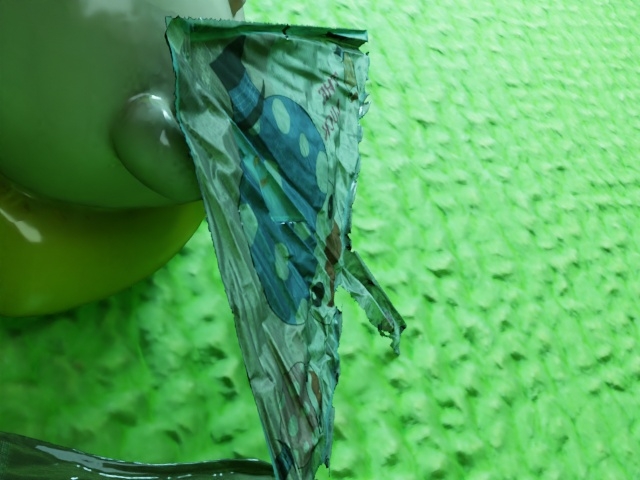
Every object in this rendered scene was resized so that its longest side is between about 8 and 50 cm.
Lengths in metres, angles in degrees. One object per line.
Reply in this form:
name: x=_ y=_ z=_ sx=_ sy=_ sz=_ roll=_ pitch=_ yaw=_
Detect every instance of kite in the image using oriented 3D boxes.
kite: x=-0.001 y=0.000 z=0.424 sx=0.368 sy=0.014 sz=0.406 roll=53 pitch=39 yaw=-54

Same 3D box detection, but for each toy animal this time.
toy animal: x=-0.142 y=-0.153 z=0.426 sx=0.277 sy=0.247 sz=0.345 roll=-24 pitch=76 yaw=-40

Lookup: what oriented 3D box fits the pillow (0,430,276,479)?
pillow: x=-0.111 y=0.178 z=0.377 sx=0.217 sy=0.033 sz=0.130 roll=16 pitch=53 yaw=-23
